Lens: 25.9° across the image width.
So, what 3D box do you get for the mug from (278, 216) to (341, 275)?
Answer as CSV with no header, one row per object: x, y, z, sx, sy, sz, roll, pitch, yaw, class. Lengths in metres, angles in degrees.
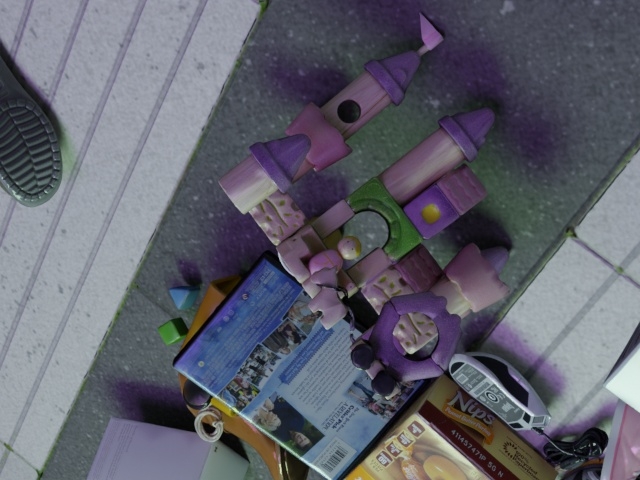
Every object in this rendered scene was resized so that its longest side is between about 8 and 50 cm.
-0.001,0.003,1.586,0.078,0.064,0.062,-9,113,35,mug

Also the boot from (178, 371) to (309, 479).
-0.100,0.239,1.818,0.152,0.073,0.197,-5,105,35,boot

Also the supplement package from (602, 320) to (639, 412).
0.426,0.059,1.244,0.199,0.198,0.262,36,133,7,supplement package

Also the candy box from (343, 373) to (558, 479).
0.124,0.319,1.708,0.183,0.087,0.316,41,134,2,candy box

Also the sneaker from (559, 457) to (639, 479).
0.343,0.298,1.550,0.215,0.083,0.084,-11,115,40,sneaker

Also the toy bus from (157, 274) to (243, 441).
-0.123,0.143,1.700,0.191,0.104,0.202,-18,87,28,toy bus

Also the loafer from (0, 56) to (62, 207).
-0.406,-0.158,1.743,0.251,0.094,0.087,64,156,-7,loafer

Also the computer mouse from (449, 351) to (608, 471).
0.230,0.182,1.569,0.193,0.042,0.106,41,153,2,computer mouse

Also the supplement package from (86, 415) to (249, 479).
-0.208,0.317,1.895,0.179,0.105,0.105,5,154,31,supplement package

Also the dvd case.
-0.021,0.152,1.638,0.253,0.022,0.180,38,102,-11,dvd case

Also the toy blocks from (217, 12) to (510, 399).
0.084,-0.037,1.379,0.260,0.309,0.288,-37,89,2,toy blocks

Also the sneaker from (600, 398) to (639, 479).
0.343,0.237,1.501,0.070,0.051,0.134,13,92,17,sneaker
